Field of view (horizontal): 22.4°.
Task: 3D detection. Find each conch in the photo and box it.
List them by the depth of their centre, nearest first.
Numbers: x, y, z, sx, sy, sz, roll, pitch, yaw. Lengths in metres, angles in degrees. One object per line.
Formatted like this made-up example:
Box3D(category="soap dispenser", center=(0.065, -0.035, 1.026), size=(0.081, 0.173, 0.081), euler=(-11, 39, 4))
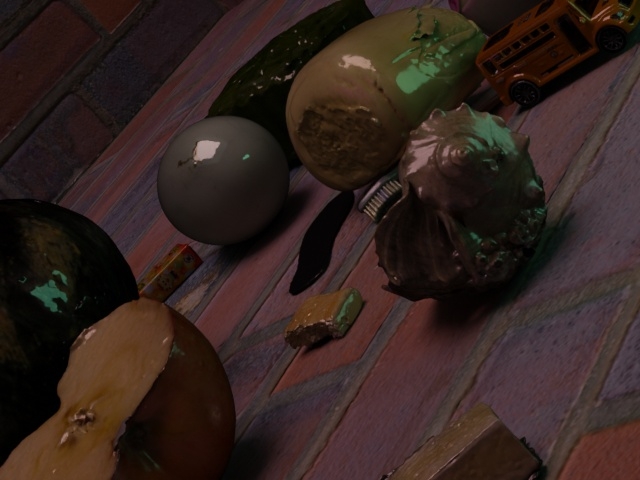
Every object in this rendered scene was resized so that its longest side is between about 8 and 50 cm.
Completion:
Box3D(category="conch", center=(0.125, -0.019, 1.519), size=(0.178, 0.163, 0.245), euler=(-29, -17, -7))

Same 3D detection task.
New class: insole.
Box3D(category="insole", center=(0.000, 0.000, 2.057), size=(0.086, 0.005, 0.253), euler=(-37, 15, 26))

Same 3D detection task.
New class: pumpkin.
Box3D(category="pumpkin", center=(-0.382, 0.160, 1.876), size=(0.454, 0.344, 0.454), euler=(18, -90, -80))

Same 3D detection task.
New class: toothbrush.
Box3D(category="toothbrush", center=(0.189, -0.157, 1.957), size=(0.375, 0.028, 0.037), euler=(-43, 59, -2))

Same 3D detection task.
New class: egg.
Box3D(category="egg", center=(-0.144, -0.083, 2.308), size=(0.183, 0.183, 0.264), euler=(-48, 9, -20))

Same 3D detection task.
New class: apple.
Box3D(category="apple", center=(-0.185, 0.219, 1.619), size=(0.251, 0.163, 0.293), euler=(4, 61, 57))

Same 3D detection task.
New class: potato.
Box3D(category="potato", center=(0.101, 0.179, 1.195), size=(0.122, 0.061, 0.086), euler=(-42, 12, -1))

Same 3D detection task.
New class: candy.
Box3D(category="candy", center=(-0.237, 0.059, 2.436), size=(0.122, 0.038, 0.062), euler=(-46, 15, -13))

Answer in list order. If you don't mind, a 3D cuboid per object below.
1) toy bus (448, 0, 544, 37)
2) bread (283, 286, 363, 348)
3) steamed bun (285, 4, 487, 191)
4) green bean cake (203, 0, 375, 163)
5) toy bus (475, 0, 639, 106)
Box3D(category="toy bus", center=(0.285, -0.400, 1.961), size=(0.386, 0.171, 0.162), euler=(-56, 6, 41))
Box3D(category="bread", center=(0.005, 0.083, 1.759), size=(0.083, 0.035, 0.070), euler=(-21, 26, 40))
Box3D(category="steamed bun", center=(0.075, -0.191, 2.011), size=(0.232, 0.166, 0.273), euler=(-44, 3, -29))
Box3D(category="green bean cake", center=(-0.028, -0.242, 2.512), size=(0.247, 0.156, 0.250), euler=(-25, 23, 46))
Box3D(category="toy bus", center=(0.274, -0.234, 1.839), size=(0.194, 0.088, 0.083), euler=(-31, 18, 38))
